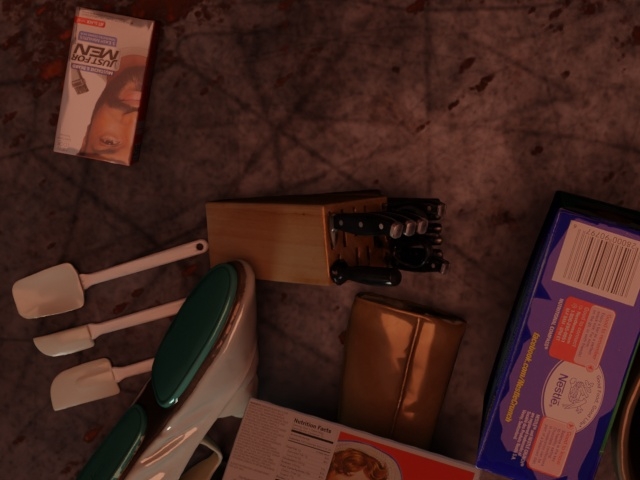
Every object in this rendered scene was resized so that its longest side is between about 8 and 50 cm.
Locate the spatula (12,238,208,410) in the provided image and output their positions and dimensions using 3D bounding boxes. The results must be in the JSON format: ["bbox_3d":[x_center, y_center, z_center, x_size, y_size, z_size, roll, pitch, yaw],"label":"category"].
[{"bbox_3d":[-0.228,0.092,1.605,0.242,0.019,0.168,-17,94,6],"label":"spatula"}]

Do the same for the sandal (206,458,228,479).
[{"bbox_3d":[-0.141,0.344,1.617,0.067,0.040,0.179,27,98,0],"label":"sandal"}]

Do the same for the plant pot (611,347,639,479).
[{"bbox_3d":[0.450,0.183,1.436,0.323,0.280,0.323,0,97,2],"label":"plant pot"}]

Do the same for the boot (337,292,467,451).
[{"bbox_3d":[0.123,0.217,1.563,0.236,0.089,0.270,13,96,2],"label":"boot"}]

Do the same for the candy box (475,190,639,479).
[{"bbox_3d":[0.259,0.093,1.420,0.122,0.317,0.268,18,98,6],"label":"candy box"}]

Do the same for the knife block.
[{"bbox_3d":[0.000,0.000,1.467,0.275,0.242,0.088,-3,96,4],"label":"knife block"}]

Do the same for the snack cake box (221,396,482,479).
[{"bbox_3d":[0.025,0.284,1.471,0.264,0.089,0.152,17,70,5],"label":"snack cake box"}]

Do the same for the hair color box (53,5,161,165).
[{"bbox_3d":[-0.243,-0.176,1.558,0.093,0.053,0.167,10,98,2],"label":"hair color box"}]

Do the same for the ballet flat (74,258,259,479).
[{"bbox_3d":[-0.152,0.199,1.563,0.139,0.139,0.400,33,105,0],"label":"ballet flat"}]
